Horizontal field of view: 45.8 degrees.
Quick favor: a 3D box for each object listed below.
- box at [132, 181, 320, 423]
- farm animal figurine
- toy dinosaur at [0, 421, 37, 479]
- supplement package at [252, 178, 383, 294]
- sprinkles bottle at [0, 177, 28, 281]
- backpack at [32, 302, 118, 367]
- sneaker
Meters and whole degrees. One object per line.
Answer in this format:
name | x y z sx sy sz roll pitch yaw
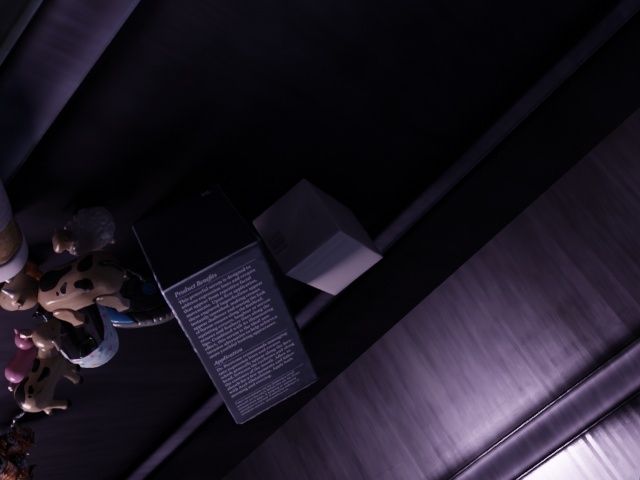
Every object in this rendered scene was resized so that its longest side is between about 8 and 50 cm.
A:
box | -0.198 0.131 1.613 0.211 0.293 0.396 -28 124 -10
farm animal figurine | -0.491 0.121 1.392 0.326 0.330 0.172 -33 150 2
toy dinosaur | -0.814 0.554 1.875 0.164 0.218 0.322 -50 -165 1
supplement package | 0.000 0.000 1.915 0.175 0.178 0.293 -40 153 12
sprinkles bottle | -0.565 -0.068 1.215 0.121 0.121 0.355 -23 152 -21
backpack | -0.513 0.184 1.638 0.151 0.182 0.115 -34 154 0
sneaker | -0.366 0.150 1.819 0.340 0.125 0.140 -13 156 -30
